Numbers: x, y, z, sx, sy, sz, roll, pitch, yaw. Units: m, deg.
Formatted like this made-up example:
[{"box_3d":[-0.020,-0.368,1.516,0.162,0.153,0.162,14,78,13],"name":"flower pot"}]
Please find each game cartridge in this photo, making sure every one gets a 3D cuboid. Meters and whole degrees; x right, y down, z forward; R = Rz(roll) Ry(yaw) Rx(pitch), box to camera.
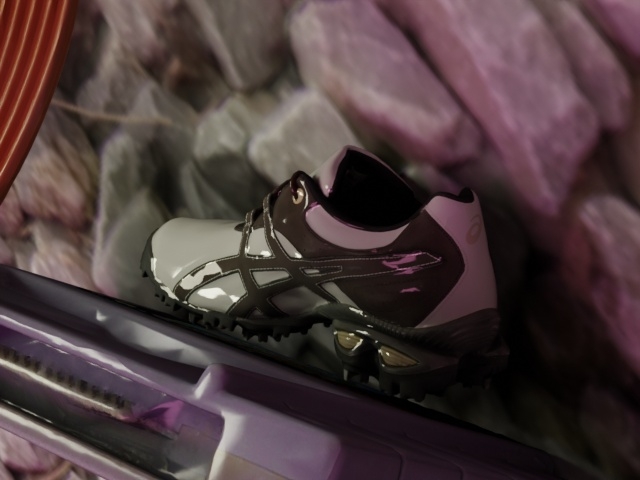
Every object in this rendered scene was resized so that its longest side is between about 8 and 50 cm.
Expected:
[{"box_3d":[-0.059,0.066,0.712,0.355,0.230,0.068,17,91,40],"name":"game cartridge"}]

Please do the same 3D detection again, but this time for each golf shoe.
[{"box_3d":[0.000,0.000,0.714,0.198,0.077,0.094,14,110,40],"name":"golf shoe"}]

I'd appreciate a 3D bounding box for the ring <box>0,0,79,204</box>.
[{"box_3d":[-0.232,-0.085,0.734,0.336,0.337,0.032,15,171,41],"name":"ring"}]
